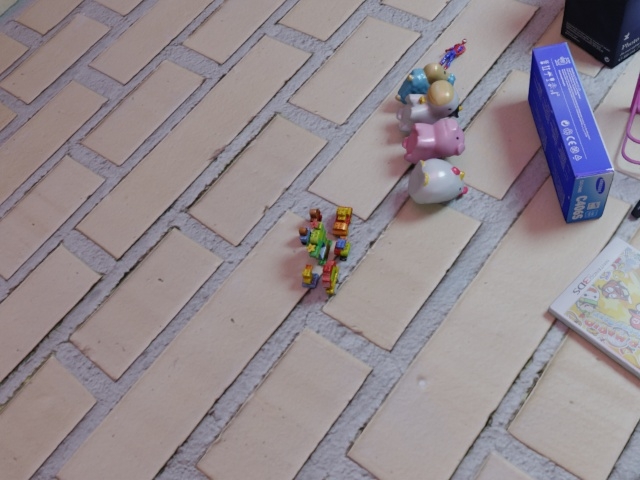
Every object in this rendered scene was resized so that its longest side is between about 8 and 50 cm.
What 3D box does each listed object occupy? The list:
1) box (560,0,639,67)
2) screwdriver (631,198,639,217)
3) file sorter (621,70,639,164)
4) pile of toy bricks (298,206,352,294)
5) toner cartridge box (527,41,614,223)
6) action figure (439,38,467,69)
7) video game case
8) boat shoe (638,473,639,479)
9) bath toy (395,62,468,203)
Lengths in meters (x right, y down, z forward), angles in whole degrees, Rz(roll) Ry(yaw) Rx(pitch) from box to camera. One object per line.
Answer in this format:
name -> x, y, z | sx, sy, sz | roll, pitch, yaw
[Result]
box -> 0.714, -0.598, 1.448 | 0.296, 0.294, 0.182 | -35, 57, -6
screwdriver -> 0.663, -0.113, 1.270 | 0.024, 0.170, 0.025 | 16, 33, -22
file sorter -> 0.710, -0.285, 1.253 | 0.202, 0.290, 0.182 | 16, 60, 23
pile of toy bricks -> 0.000, 0.000, 1.390 | 0.118, 0.105, 0.212 | 5, 61, 18
toner cartridge box -> 0.509, -0.226, 1.357 | 0.075, 0.165, 0.347 | -10, 58, 9
action figure -> 0.327, -0.462, 1.629 | 0.038, 0.030, 0.115 | 32, 70, 34
video game case -> 0.579, 0.125, 1.209 | 0.206, 0.026, 0.227 | -43, 59, -12
boat shoe -> 0.546, 0.381, 1.028 | 0.277, 0.098, 0.096 | -23, 56, -10
bath toy -> 0.260, -0.231, 1.455 | 0.129, 0.151, 0.348 | 11, 57, -19
